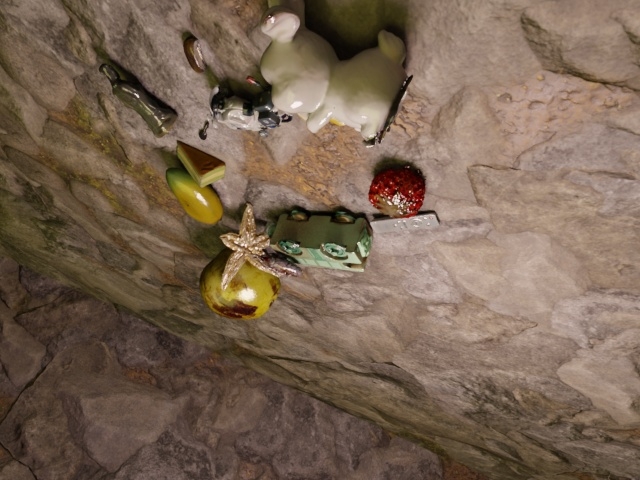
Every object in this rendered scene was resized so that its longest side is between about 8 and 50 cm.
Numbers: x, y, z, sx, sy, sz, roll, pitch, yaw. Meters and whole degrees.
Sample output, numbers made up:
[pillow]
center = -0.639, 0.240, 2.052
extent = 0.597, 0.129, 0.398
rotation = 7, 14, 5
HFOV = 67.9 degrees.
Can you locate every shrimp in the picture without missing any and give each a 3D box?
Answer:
[shrimp]
center = -0.133, 0.068, 1.425
extent = 0.165, 0.057, 0.065
rotation = 22, 166, 8

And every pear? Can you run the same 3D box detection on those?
[pear]
center = -0.281, 0.152, 1.672
extent = 0.283, 0.284, 0.284
rotation = 17, 148, 11

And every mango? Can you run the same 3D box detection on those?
[mango]
center = -0.383, -0.136, 1.472
extent = 0.137, 0.091, 0.237
rotation = 12, 154, 20

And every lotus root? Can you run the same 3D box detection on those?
[lotus root]
center = -0.284, -0.411, 1.059
extent = 0.037, 0.030, 0.083
rotation = 15, 147, 18

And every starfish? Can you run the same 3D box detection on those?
[starfish]
center = -0.216, 0.039, 1.519
extent = 0.231, 0.295, 0.048
rotation = 19, -177, -20

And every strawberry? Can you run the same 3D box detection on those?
[strawberry]
center = 0.184, -0.109, 1.143
extent = 0.145, 0.086, 0.145
rotation = 19, 150, 12

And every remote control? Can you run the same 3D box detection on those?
[remote control]
center = 0.223, -0.050, 1.265
extent = 0.184, 0.027, 0.050
rotation = -6, 139, 33

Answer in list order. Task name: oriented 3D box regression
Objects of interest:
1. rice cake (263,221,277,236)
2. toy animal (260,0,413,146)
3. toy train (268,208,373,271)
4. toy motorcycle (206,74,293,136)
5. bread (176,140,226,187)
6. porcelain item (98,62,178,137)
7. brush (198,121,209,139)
[rice cake]
center = -0.103, 0.011, 1.536
extent = 0.034, 0.043, 0.211
rotation = -1, 148, 43
[toy animal]
center = 0.010, -0.309, 0.882
extent = 0.309, 0.183, 0.247
rotation = 29, 144, 2
[toy train]
center = 0.000, 0.000, 1.396
extent = 0.326, 0.129, 0.159
rotation = 4, 150, 29
[toy motorcycle]
center = -0.172, -0.301, 1.095
extent = 0.221, 0.102, 0.150
rotation = 2, 163, 37
[bread]
center = -0.350, -0.235, 1.386
extent = 0.139, 0.084, 0.074
rotation = 52, 152, 14
[porcelain item]
center = -0.475, -0.364, 1.222
extent = 0.081, 0.069, 0.215
rotation = -9, 137, 48
[brush]
center = -0.311, -0.293, 1.275
extent = 0.024, 0.008, 0.083
rotation = 35, 148, -11
